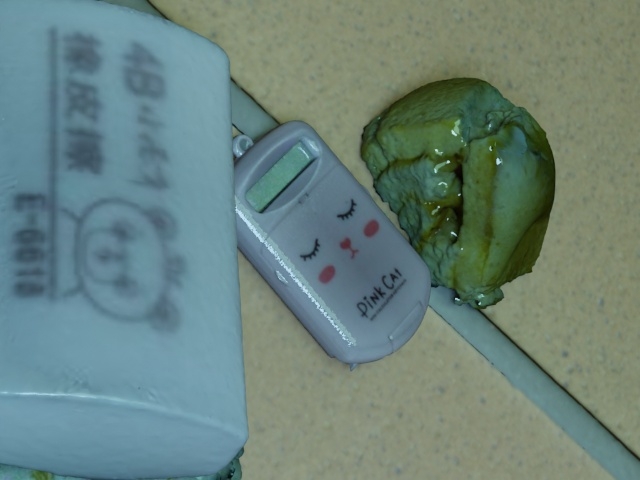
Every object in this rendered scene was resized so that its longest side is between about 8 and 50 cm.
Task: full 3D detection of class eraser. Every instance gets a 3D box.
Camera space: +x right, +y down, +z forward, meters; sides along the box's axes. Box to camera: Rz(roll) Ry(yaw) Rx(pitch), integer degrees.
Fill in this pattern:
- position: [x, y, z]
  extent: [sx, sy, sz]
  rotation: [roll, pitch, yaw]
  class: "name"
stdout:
- position: [-0.132, -0.006, 1.075]
  extent: [0.174, 0.095, 0.270]
  rotation: [11, 52, -21]
  class: "eraser"

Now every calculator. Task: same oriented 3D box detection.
- position: [0.000, 0.000, 1.240]
  extent: [0.175, 0.032, 0.100]
  rotation: [50, 53, -9]
  class: "calculator"

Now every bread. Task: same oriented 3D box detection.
- position: [0.113, -0.039, 1.287]
  extent: [0.156, 0.110, 0.103]
  rotation: [53, 47, -8]
  class: "bread"

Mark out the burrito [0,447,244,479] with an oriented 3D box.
- position: [-0.167, 0.156, 1.047]
  extent: [0.309, 0.066, 0.096]
  rotation: [-17, 78, -38]
  class: "burrito"
